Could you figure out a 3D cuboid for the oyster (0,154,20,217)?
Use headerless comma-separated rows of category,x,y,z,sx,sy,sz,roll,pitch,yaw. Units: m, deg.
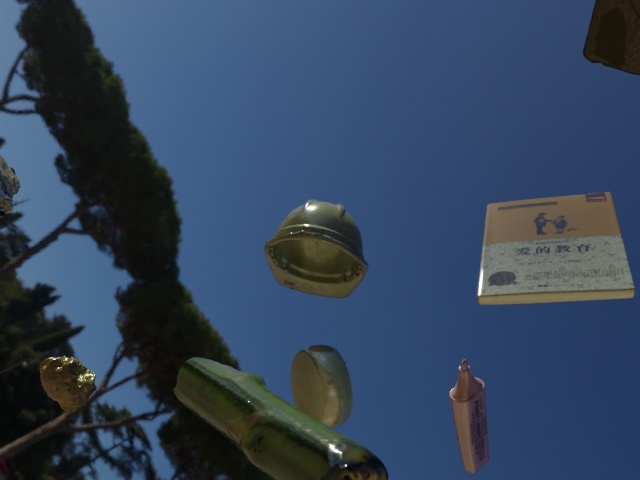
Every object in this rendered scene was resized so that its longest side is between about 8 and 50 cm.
oyster,-0.431,-0.087,0.841,0.133,0.072,0.209,33,-18,2

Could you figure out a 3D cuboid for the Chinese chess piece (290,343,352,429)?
Chinese chess piece,0.001,0.247,1.114,0.144,0.059,0.144,176,-90,-65

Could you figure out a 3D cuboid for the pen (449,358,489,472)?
pen,0.208,0.241,0.915,0.032,0.053,0.197,26,-41,49

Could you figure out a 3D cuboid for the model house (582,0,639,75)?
model house,0.176,-0.152,0.235,0.204,0.244,0.211,-87,178,-52

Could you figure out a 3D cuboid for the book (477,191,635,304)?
book,0.203,0.003,0.586,0.118,0.172,0.012,-5,-62,19

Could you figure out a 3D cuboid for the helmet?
helmet,0.000,-0.001,1.310,0.204,0.137,0.257,12,-27,1

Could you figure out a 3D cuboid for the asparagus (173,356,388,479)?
asparagus,-0.049,0.162,0.577,0.278,0.067,0.060,14,-56,56

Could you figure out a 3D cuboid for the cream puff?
cream puff,-0.373,0.205,0.977,0.083,0.058,0.083,16,-53,9
